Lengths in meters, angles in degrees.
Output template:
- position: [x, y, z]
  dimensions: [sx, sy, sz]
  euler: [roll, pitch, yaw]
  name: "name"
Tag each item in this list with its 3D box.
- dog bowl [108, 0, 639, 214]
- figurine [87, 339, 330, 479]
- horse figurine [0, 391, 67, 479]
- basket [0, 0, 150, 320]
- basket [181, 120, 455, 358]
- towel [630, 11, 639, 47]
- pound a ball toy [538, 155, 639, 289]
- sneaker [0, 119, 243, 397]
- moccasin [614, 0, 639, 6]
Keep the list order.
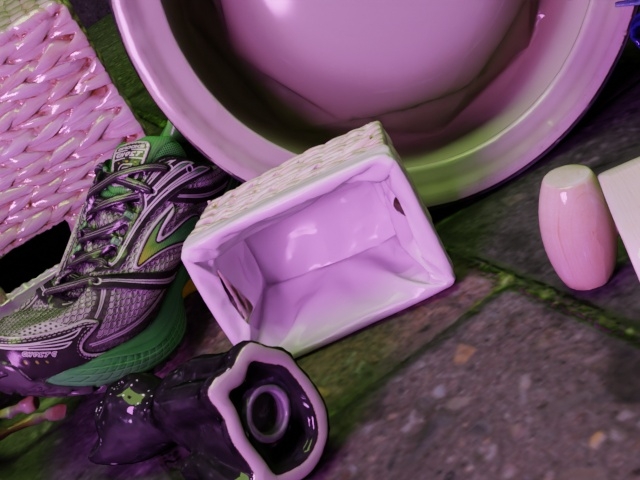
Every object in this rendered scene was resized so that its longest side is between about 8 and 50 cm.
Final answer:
- position: [0.040, -0.230, 0.883]
  dimensions: [0.408, 0.408, 0.150]
  euler: [-29, 11, 4]
  name: "dog bowl"
- position: [-0.128, 0.159, 0.680]
  dimensions: [0.215, 0.092, 0.209]
  euler: [-46, 20, -32]
  name: "figurine"
- position: [-0.287, 0.137, 0.916]
  dimensions: [0.174, 0.066, 0.263]
  euler: [-20, 22, 8]
  name: "horse figurine"
- position: [-0.347, -0.081, 1.166]
  dimensions: [0.328, 0.266, 0.331]
  euler: [-31, 24, -6]
  name: "basket"
- position: [0.000, 0.000, 0.800]
  dimensions: [0.167, 0.113, 0.103]
  euler: [-25, 20, 13]
  name: "basket"
- position: [0.407, -0.201, 0.788]
  dimensions: [0.308, 0.076, 0.228]
  euler: [-38, 32, -18]
  name: "towel"
- position: [0.259, -0.043, 0.551]
  dimensions: [0.319, 0.135, 0.208]
  euler: [-23, 25, 15]
  name: "pound a ball toy"
- position: [-0.164, 0.001, 0.886]
  dimensions: [0.134, 0.146, 0.343]
  euler: [2, 32, 24]
  name: "sneaker"
- position: [0.296, -0.239, 0.724]
  dimensions: [0.342, 0.137, 0.117]
  euler: [-19, 37, 15]
  name: "moccasin"
